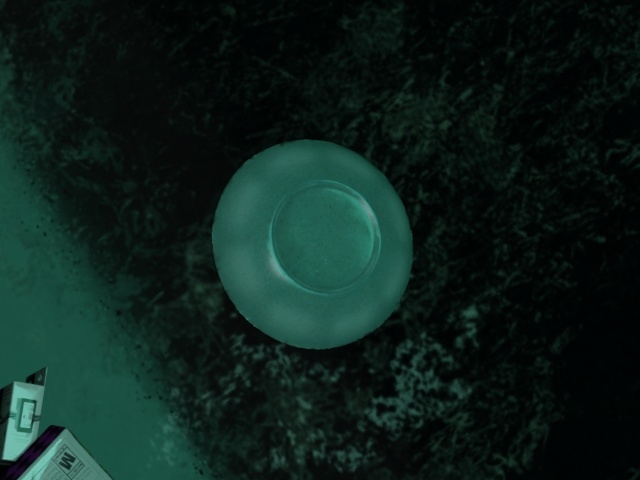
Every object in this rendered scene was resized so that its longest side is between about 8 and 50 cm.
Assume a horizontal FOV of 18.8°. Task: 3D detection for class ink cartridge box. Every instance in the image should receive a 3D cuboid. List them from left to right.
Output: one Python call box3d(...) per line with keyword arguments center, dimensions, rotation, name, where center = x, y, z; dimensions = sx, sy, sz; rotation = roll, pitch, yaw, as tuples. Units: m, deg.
box3d(center=(-0.253, 0.146, 1.622), dimensions=(0.028, 0.048, 0.083), rotation=(12, 76, -18), name="ink cartridge box")

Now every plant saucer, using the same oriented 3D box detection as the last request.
box3d(center=(0.000, 0.000, 1.745), dimensions=(0.195, 0.037, 0.195), rotation=(3, 80, -19), name="plant saucer")

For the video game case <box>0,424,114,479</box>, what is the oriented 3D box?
box3d(center=(-0.227, 0.305, 1.581), dimensions=(0.232, 0.042, 0.210), rotation=(-48, 112, -20), name="video game case")
